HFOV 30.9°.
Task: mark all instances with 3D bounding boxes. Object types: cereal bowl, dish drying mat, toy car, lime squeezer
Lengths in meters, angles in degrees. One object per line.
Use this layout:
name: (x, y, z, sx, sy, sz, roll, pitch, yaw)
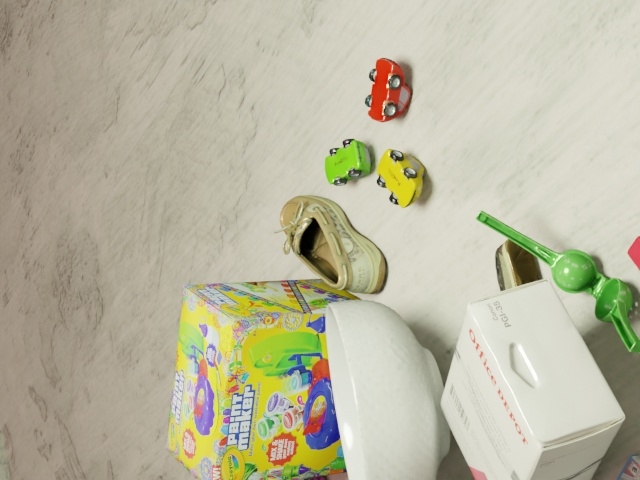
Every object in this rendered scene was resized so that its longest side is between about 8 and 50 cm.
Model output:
cereal bowl: (0.102, 0.246, 1.696, 0.339, 0.141, 0.339, 171, 90, -84)
dish drying mat: (0.403, 0.034, 1.406, 0.083, 0.008, 0.032, 59, 137, 35)
toy car: (0.084, -0.145, 1.839, 0.225, 0.053, 0.239, -27, 69, 54)
lime squeezer: (0.317, 0.056, 1.444, 0.310, 0.110, 0.059, 47, 133, 46)

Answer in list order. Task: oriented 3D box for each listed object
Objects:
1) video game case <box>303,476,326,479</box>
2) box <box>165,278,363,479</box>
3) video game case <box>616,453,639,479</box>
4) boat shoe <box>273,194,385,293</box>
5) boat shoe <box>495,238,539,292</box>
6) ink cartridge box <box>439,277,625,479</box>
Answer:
video game case: (-0.016, 0.557, 2.024, 0.210, 0.041, 0.232, -54, 49, 43)
box: (-0.082, 0.228, 1.898, 0.177, 0.279, 0.290, 27, 114, 53)
video game case: (0.408, 0.359, 1.403, 0.166, 0.015, 0.119, 50, 131, 43)
boat shoe: (0.000, 0.000, 1.936, 0.285, 0.089, 0.105, 36, 121, 50)
boat shoe: (0.271, 0.073, 1.571, 0.049, 0.056, 0.152, 142, 124, -63)
ink cartridge box: (0.254, 0.213, 1.445, 0.283, 0.117, 0.207, 94, 157, -57)
